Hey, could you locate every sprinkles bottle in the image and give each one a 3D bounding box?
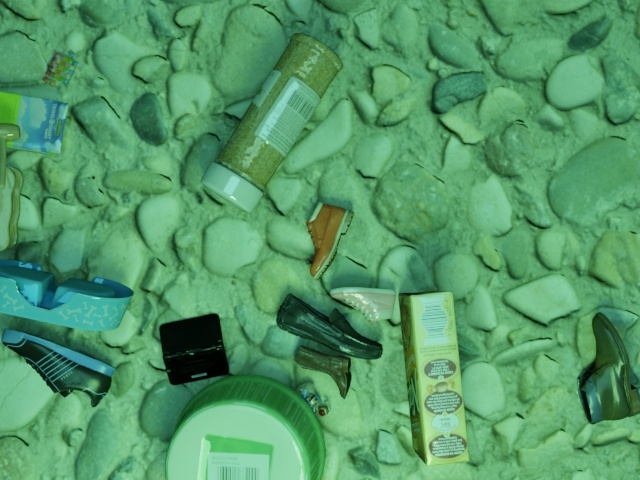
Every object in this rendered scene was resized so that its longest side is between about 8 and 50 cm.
[{"bbox_3d":[-0.094,-0.230,1.853,0.121,0.121,0.355,32,86,-1],"label":"sprinkles bottle"}]

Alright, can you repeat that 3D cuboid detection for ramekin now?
[{"bbox_3d":[-0.146,0.416,1.777,0.303,0.148,0.304,0,94,5],"label":"ramekin"}]

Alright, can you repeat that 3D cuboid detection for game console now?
[{"bbox_3d":[-0.251,0.217,1.877,0.122,0.071,0.107,-12,118,-3],"label":"game console"}]

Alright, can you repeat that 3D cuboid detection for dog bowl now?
[{"bbox_3d":[-0.510,0.106,1.800,0.297,0.166,0.074,12,98,-2],"label":"dog bowl"}]

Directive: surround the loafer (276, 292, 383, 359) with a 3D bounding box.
[{"bbox_3d":[0.023,0.172,1.859,0.223,0.076,0.078,22,94,2],"label":"loafer"}]

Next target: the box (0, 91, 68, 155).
[{"bbox_3d":[-0.592,-0.233,1.867,0.178,0.042,0.109,9,88,-2],"label":"box"}]

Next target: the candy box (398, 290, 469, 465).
[{"bbox_3d":[0.214,0.256,1.811,0.087,0.183,0.317,-5,87,-2],"label":"candy box"}]

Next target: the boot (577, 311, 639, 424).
[{"bbox_3d":[0.558,0.260,1.879,0.106,0.082,0.219,-19,90,-6],"label":"boot"}]

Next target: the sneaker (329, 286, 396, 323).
[{"bbox_3d":[0.084,0.130,1.877,0.134,0.051,0.070,5,82,-7],"label":"sneaker"}]

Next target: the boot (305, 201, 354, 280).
[{"bbox_3d":[0.000,0.000,1.881,0.084,0.059,0.158,23,78,2],"label":"boot"}]

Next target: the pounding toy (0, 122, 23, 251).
[{"bbox_3d":[-0.661,-0.095,1.793,0.154,0.155,0.270,5,93,-5],"label":"pounding toy"}]

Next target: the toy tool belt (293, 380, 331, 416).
[{"bbox_3d":[-0.022,0.322,1.859,0.052,0.051,0.083,-41,89,27],"label":"toy tool belt"}]

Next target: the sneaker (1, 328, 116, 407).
[{"bbox_3d":[-0.519,0.246,1.827,0.232,0.081,0.091,22,79,-3],"label":"sneaker"}]

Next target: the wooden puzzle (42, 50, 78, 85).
[{"bbox_3d":[-0.521,-0.346,1.895,0.049,0.006,0.083,25,86,-1],"label":"wooden puzzle"}]

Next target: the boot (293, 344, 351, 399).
[{"bbox_3d":[0.003,0.261,1.873,0.114,0.037,0.107,9,119,15],"label":"boot"}]
